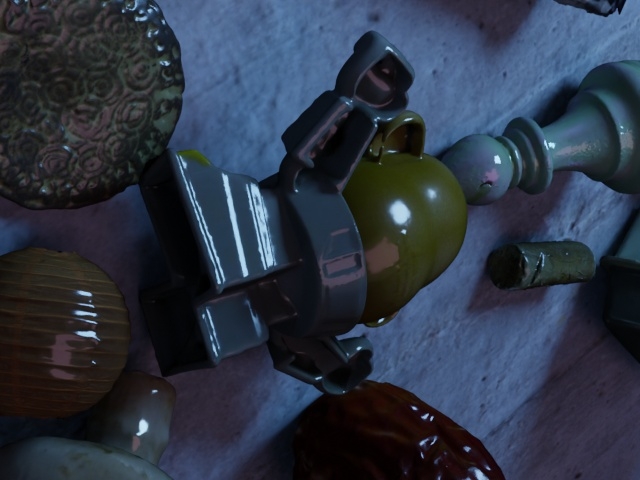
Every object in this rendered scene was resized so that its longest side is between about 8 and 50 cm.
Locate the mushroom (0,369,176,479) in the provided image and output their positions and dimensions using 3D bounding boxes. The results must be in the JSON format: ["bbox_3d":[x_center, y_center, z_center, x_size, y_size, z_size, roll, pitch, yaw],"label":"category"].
[{"bbox_3d":[-0.191,0.219,0.969,0.206,0.209,0.206,-13,142,-10],"label":"mushroom"}]

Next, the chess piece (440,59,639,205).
[{"bbox_3d":[0.221,-0.088,1.196,0.271,0.139,0.139,-17,123,-20],"label":"chess piece"}]

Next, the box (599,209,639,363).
[{"bbox_3d":[0.475,0.088,1.423,0.290,0.220,0.166,39,71,-45],"label":"box"}]

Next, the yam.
[{"bbox_3d":[0.246,0.027,1.308,0.132,0.054,0.054,-2,113,-40],"label":"yam"}]

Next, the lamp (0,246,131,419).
[{"bbox_3d":[-0.208,0.069,0.887,0.136,0.136,0.136,-19,123,-32],"label":"lamp"}]

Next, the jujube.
[{"bbox_3d":[0.079,0.239,1.138,0.174,0.250,0.174,-20,128,-29],"label":"jujube"}]

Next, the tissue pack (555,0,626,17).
[{"bbox_3d":[0.257,-0.386,1.056,0.245,0.123,0.332,23,96,-42],"label":"tissue pack"}]

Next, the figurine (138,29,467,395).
[{"bbox_3d":[0.001,0.002,1.006,0.285,0.167,0.342,-16,151,-27],"label":"figurine"}]

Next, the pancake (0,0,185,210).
[{"bbox_3d":[-0.186,-0.110,0.891,0.199,0.021,0.199,-19,123,-32],"label":"pancake"}]
